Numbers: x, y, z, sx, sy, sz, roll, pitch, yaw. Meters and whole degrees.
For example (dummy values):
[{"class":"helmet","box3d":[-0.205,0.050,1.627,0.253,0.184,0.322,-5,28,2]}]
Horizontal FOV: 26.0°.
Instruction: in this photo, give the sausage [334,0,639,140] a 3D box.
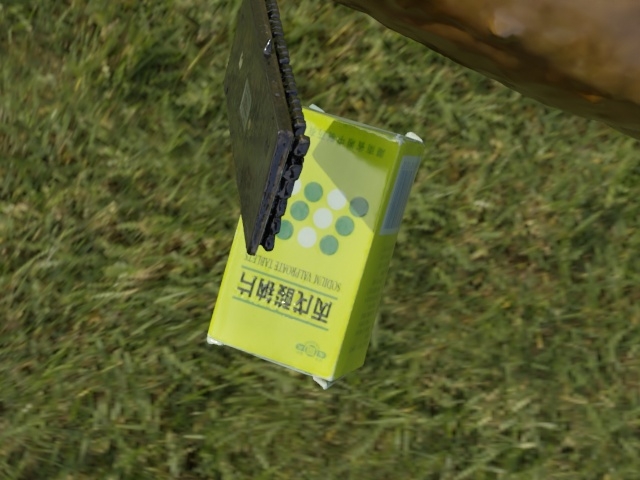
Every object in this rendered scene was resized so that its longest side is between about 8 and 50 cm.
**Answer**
[{"class":"sausage","box3d":[0.036,-0.122,0.389,0.501,0.123,0.136,27,48,-6]}]

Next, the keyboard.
[{"class":"keyboard","box3d":[-0.044,-0.103,1.033,0.027,0.317,0.106,11,116,-12]}]

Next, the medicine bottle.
[{"class":"medicine bottle","box3d":[0.000,0.000,1.343,0.137,0.141,0.250,18,96,12]}]
